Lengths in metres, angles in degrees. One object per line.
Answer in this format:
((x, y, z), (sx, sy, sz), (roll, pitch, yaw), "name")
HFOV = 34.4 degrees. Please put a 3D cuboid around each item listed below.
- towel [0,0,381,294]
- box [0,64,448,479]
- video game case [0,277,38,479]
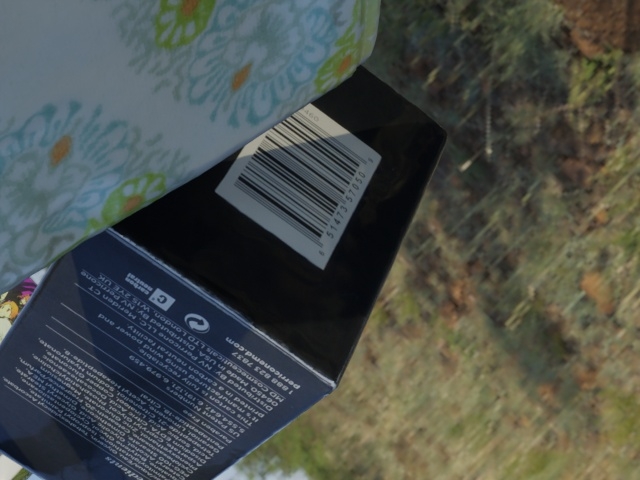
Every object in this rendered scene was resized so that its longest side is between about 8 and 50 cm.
((-0.117, -0.117, 0.493), (0.090, 0.374, 0.320), (47, 157, 24), "towel")
((-0.112, 0.037, 0.912), (0.212, 0.293, 0.395), (35, 138, -9), "box")
((-0.399, 0.172, 1.339), (0.232, 0.210, 0.042), (38, 163, 22), "video game case")
